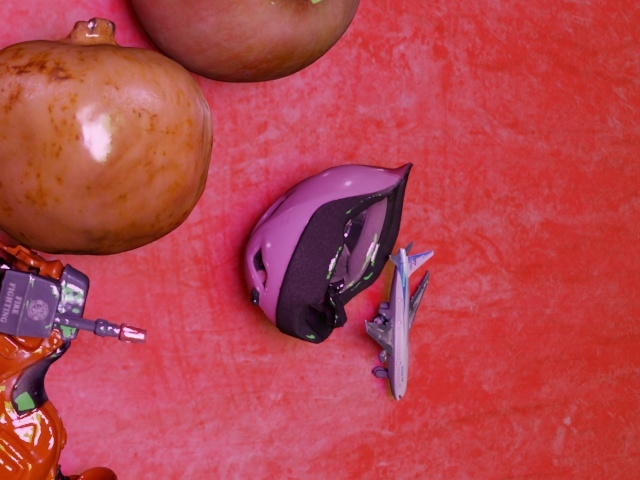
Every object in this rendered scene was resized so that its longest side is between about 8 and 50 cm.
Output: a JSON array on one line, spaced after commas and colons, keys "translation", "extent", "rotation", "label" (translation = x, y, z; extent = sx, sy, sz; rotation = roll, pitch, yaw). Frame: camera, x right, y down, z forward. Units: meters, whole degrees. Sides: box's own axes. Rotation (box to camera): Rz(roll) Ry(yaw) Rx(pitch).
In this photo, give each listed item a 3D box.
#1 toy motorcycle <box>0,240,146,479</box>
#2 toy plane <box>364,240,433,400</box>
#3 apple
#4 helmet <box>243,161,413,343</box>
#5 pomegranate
[{"translation": [-0.300, 0.168, 0.917], "extent": [0.221, 0.148, 0.325], "rotation": [13, 92, -14], "label": "toy motorcycle"}, {"translation": [0.105, 0.110, 1.236], "extent": [0.226, 0.058, 0.226], "rotation": [-29, 132, -59], "label": "toy plane"}, {"translation": [-0.078, -0.296, 0.983], "extent": [0.257, 0.234, 0.256], "rotation": [-2, 93, -33], "label": "apple"}, {"translation": [0.000, 0.000, 1.114], "extent": [0.198, 0.154, 0.253], "rotation": [95, 17, -51], "label": "helmet"}, {"translation": [-0.225, -0.099, 0.897], "extent": [0.248, 0.248, 0.248], "rotation": [-3, 96, -36], "label": "pomegranate"}]
